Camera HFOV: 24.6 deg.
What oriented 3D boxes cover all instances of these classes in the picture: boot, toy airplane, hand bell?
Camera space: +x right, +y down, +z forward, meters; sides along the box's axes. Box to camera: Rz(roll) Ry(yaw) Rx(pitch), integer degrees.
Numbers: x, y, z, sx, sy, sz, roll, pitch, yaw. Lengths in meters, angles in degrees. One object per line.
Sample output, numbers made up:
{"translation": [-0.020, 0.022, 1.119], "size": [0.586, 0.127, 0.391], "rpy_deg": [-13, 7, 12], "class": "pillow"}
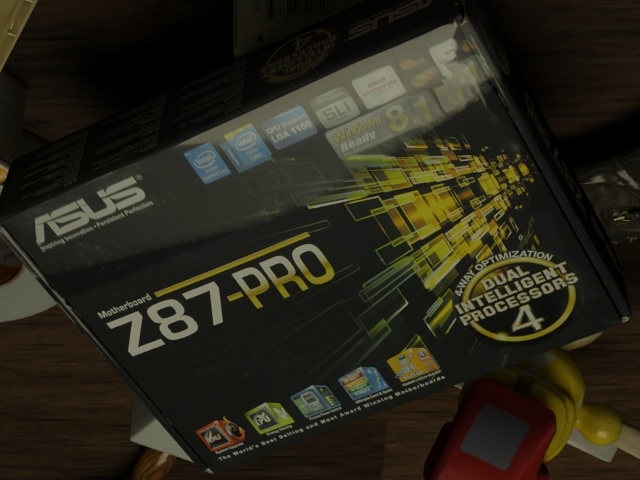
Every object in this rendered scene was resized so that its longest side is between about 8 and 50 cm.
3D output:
{"translation": [0.289, -0.021, 1.353], "size": [0.229, 0.091, 0.263], "rpy_deg": [-20, 136, 30], "class": "boot"}
{"translation": [0.203, 0.135, 1.377], "size": [0.386, 0.384, 0.273], "rpy_deg": [9, 113, -28], "class": "toy airplane"}
{"translation": [-0.229, 0.303, 1.746], "size": [0.126, 0.126, 0.242], "rpy_deg": [20, 124, -26], "class": "hand bell"}

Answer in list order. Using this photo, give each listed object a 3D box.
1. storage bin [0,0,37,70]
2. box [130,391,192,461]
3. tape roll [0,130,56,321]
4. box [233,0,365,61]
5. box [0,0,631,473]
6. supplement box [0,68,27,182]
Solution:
{"translation": [-0.337, -0.211, 1.026], "size": [0.262, 0.123, 0.260], "rpy_deg": [17, 138, -23], "class": "storage bin"}
{"translation": [-0.109, 0.107, 1.412], "size": [0.091, 0.171, 0.130], "rpy_deg": [24, 135, -28], "class": "box"}
{"translation": [-0.321, -0.014, 1.325], "size": [0.219, 0.072, 0.219], "rpy_deg": [-1, 143, -1], "class": "tape roll"}
{"translation": [0.005, -0.099, 1.212], "size": [0.113, 0.094, 0.275], "rpy_deg": [-5, 143, 4], "class": "box"}
{"translation": [0.000, 0.000, 1.142], "size": [0.394, 0.097, 0.318], "rpy_deg": [-21, 124, 18], "class": "box"}
{"translation": [-0.280, -0.088, 1.207], "size": [0.062, 0.098, 0.036], "rpy_deg": [-24, 138, 25], "class": "supplement box"}
